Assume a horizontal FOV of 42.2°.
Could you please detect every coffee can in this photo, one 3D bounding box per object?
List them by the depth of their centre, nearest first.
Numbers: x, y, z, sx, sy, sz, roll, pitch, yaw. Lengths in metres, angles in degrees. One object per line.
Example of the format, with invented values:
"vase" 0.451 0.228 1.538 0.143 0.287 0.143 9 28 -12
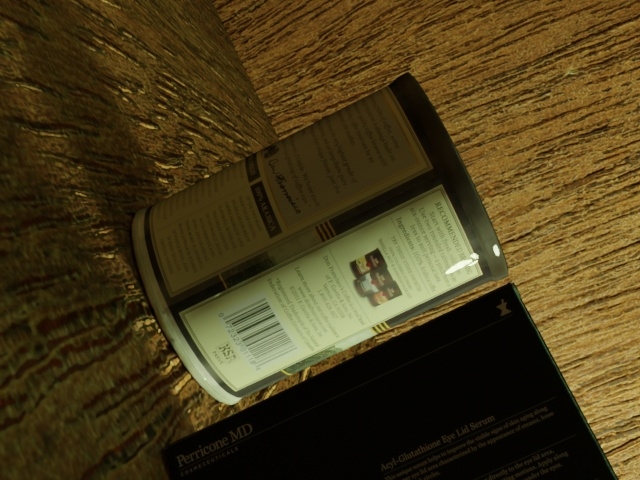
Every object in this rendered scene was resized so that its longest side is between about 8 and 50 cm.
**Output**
"coffee can" 0.000 0.000 0.752 0.201 0.275 0.201 63 6 -12

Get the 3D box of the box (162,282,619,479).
"box" 0.053 0.172 0.551 0.184 0.261 0.103 67 7 22
